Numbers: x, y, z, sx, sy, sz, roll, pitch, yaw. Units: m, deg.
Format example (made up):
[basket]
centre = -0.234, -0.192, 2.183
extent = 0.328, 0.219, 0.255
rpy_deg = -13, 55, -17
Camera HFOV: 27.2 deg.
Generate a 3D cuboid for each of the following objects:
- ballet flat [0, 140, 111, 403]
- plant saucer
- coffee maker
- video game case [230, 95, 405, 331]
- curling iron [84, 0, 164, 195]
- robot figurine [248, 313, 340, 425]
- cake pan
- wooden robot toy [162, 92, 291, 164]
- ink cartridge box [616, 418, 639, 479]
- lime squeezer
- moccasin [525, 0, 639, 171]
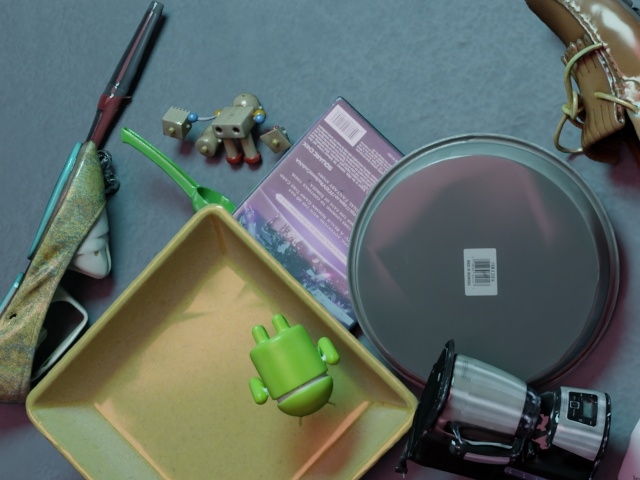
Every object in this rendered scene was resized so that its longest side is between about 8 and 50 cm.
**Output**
[ballet flat]
centre = -0.327, 0.048, 1.646
extent = 0.123, 0.123, 0.348
rpy_deg = 29, 93, 27
[plant saucer]
centre = -0.107, 0.185, 1.490
extent = 0.333, 0.081, 0.333
rpy_deg = 45, 98, 8
[coffee maker]
centre = 0.188, 0.196, 1.348
extent = 0.178, 0.171, 0.120
rpy_deg = 19, 66, -1
[video game case]
centre = 0.000, 0.000, 1.521
extent = 0.196, 0.026, 0.274
rpy_deg = 44, 99, 8
[curling iron]
centre = -0.255, -0.178, 1.704
extent = 0.068, 0.035, 0.274
rpy_deg = 19, 87, 23
[robot figurine]
centre = -0.031, 0.135, 1.400
extent = 0.101, 0.067, 0.115
rpy_deg = -29, 85, -2
[cake pan]
centre = 0.167, 0.033, 1.399
extent = 0.293, 0.054, 0.293
rpy_deg = 1, 95, 12
[wooden robot toy]
centre = -0.102, -0.145, 1.624
extent = 0.173, 0.076, 0.079
rpy_deg = 4, 44, 25
[ink cartridge box]
centre = 0.378, 0.259, 1.307
extent = 0.181, 0.056, 0.224
rpy_deg = 28, 89, 27
[lime squeezer]
centre = -0.089, -0.070, 1.582
extent = 0.310, 0.059, 0.110
rpy_deg = 5, 87, 14
[moccasin]
centre = 0.322, -0.127, 1.385
extent = 0.147, 0.139, 0.380
rpy_deg = -33, 76, 5
